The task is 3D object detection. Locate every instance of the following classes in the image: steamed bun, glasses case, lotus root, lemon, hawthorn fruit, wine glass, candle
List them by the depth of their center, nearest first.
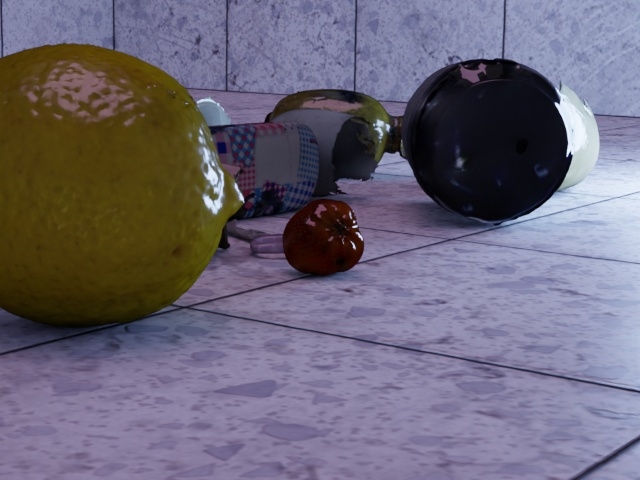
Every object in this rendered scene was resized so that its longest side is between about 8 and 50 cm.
[{"bbox_3d":[-0.214,-0.047,1.200,0.267,0.267,0.267,1,10,0],"label":"lemon"},{"bbox_3d":[0.000,0.000,1.463,0.093,0.093,0.093,1,10,0],"label":"hawthorn fruit"},{"bbox_3d":[-0.121,-0.092,1.817,0.076,0.125,0.327,11,14,41],"label":"glasses case"},{"bbox_3d":[0.221,-0.148,1.908,0.221,0.221,0.342,1,10,-2],"label":"candle"},{"bbox_3d":[-0.071,-0.138,2.061,0.321,0.143,0.143,10,13,39],"label":"wine glass"},{"bbox_3d":[0.336,-0.175,2.134,0.200,0.170,0.225,39,20,20],"label":"steamed bun"},{"bbox_3d":[0.043,-0.182,2.294,0.278,0.154,0.154,6,10,5],"label":"lotus root"}]

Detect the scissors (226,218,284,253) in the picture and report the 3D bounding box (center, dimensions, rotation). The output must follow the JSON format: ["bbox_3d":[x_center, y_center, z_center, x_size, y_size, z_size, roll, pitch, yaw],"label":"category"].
[{"bbox_3d":[-0.070,-0.006,1.638,0.110,0.021,0.212,-3,11,-34],"label":"scissors"}]

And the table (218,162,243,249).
[{"bbox_3d":[-0.214,-0.052,1.555,0.226,0.167,0.167,12,11,8],"label":"table"}]
